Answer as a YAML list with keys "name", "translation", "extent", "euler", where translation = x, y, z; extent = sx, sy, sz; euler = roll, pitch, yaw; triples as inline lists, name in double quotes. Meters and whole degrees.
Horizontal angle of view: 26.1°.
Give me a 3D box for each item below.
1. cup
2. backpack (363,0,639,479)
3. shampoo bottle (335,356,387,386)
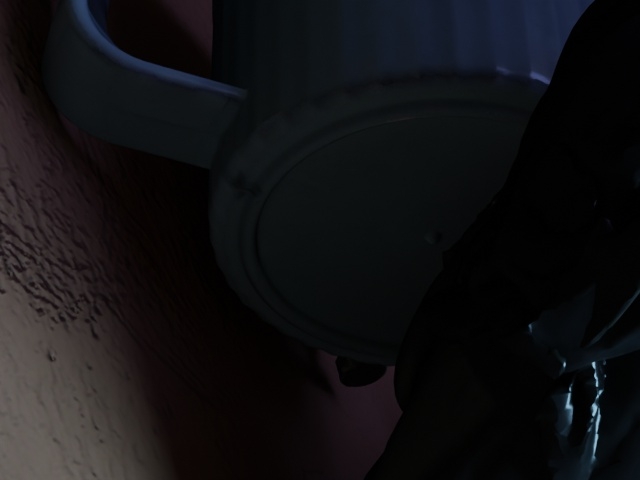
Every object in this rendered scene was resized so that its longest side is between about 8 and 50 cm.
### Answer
- name: "cup"
  translation: [0.039, -0.130, 0.803]
  extent: [0.331, 0.257, 0.311]
  euler: [39, 35, -37]
- name: "backpack"
  translation: [0.167, 0.111, 0.620]
  extent: [0.363, 0.445, 0.255]
  euler: [17, 22, -40]
- name: "shampoo bottle"
  translation: [-0.001, 0.001, 0.914]
  extent: [0.063, 0.057, 0.207]
  euler: [37, 28, -54]
